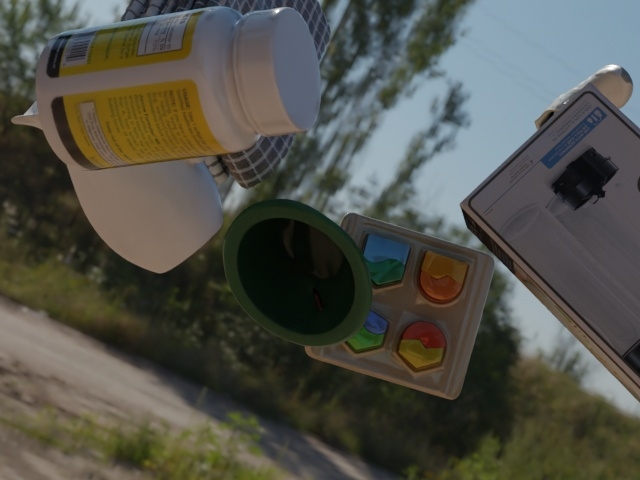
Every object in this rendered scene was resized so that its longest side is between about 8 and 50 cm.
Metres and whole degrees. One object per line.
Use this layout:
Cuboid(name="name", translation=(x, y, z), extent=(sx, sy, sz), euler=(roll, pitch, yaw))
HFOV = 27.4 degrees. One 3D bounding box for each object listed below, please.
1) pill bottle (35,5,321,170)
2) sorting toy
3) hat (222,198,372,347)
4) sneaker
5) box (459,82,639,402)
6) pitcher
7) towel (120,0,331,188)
Cuboid(name="pill bottle", translation=(-0.114, -0.125, 1.064), extent=(0.208, 0.119, 0.119), euler=(-5, -16, 21))
Cuboid(name="sorting toy", translation=(0.103, 0.081, 1.647), extent=(0.208, 0.193, 0.038), euler=(18, -10, -5))
Cuboid(name="hat", translation=(0.000, 0.000, 1.491), extent=(0.208, 0.173, 0.183), euler=(28, 33, 15))
Cuboid(name="sneaker", translation=(0.323, -0.165, 1.609), extent=(0.054, 0.061, 0.152), euler=(57, -34, 0))
Cuboid(name="box", translation=(0.283, 0.021, 1.161), extent=(0.290, 0.169, 0.087), euler=(48, -1, 17))
Cuboid(name="pitcher", translation=(-0.171, -0.084, 1.274), extent=(0.207, 0.177, 0.125), euler=(52, 32, -12))
Cuboid(name="towel", translation=(-0.093, -0.235, 1.490), extent=(0.121, 0.284, 0.235), euler=(1, -38, 30))
